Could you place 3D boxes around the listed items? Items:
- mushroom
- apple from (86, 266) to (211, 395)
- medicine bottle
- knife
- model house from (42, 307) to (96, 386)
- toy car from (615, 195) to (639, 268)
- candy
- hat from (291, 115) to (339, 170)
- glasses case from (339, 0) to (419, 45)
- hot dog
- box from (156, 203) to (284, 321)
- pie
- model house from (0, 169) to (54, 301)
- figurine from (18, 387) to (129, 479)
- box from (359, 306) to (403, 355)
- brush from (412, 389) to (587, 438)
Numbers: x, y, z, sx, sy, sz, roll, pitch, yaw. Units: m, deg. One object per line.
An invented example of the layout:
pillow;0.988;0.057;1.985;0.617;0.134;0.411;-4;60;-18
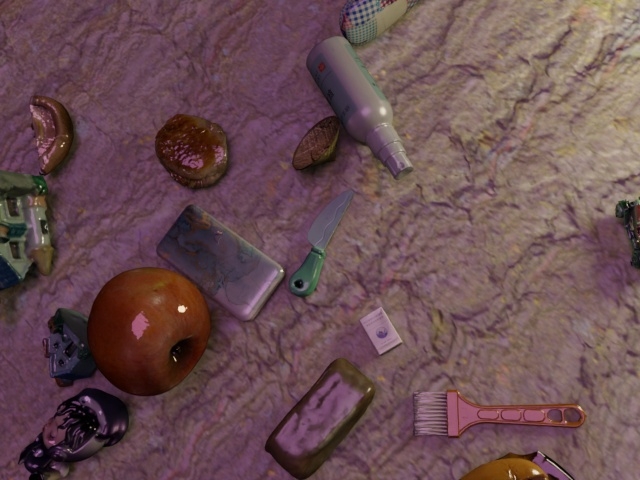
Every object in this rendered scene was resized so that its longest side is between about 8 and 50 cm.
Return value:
mushroom;-0.652;-0.260;1.586;0.094;0.072;0.209;-20;73;8
apple;-0.350;0.177;1.305;0.254;0.253;0.253;-4;73;12
medicine bottle;0.093;-0.280;1.403;0.110;0.110;0.351;-30;70;2
knife;-0.002;0.000;1.386;0.063;0.034;0.260;16;71;24
model house;-0.542;0.244;1.391;0.148;0.119;0.148;37;92;20
toy car;0.616;-0.017;1.233;0.073;0.054;0.143;-12;72;8
candy;0.003;0.339;1.238;0.104;0.102;0.234;40;83;21
hat;0.010;-0.195;1.426;0.146;0.067;0.146;-36;32;27
glasses case;0.174;-0.571;1.466;0.327;0.125;0.076;-42;61;-2
hot dog;0.295;0.494;1.121;0.326;0.107;0.194;-44;70;-2
box;-0.220;0.045;1.412;0.285;0.044;0.142;34;87;20
pie;-0.295;-0.211;1.490;0.194;0.079;0.163;37;81;19
model house;-0.723;0.024;1.428;0.194;0.267;0.324;-16;82;21
figurine;-0.494;0.400;1.324;0.222;0.145;0.145;-46;69;7
box;0.121;0.182;1.301;0.054;0.024;0.083;-30;68;0
brush;0.331;0.325;1.214;0.315;0.017;0.090;-2;73;11
